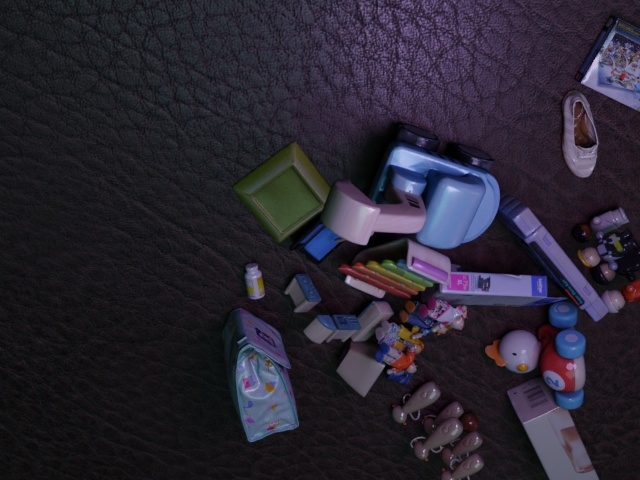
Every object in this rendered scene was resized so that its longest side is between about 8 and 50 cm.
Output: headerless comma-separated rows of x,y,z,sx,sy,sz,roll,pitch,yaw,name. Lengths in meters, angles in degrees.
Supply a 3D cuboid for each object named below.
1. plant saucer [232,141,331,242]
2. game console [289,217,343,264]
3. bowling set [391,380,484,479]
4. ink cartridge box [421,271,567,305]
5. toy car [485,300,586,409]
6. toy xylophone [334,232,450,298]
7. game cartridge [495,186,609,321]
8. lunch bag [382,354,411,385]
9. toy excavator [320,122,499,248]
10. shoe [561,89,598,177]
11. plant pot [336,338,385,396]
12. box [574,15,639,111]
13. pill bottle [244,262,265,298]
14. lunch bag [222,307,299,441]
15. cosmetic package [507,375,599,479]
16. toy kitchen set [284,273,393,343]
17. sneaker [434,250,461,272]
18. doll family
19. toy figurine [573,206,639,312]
-0.079,-0.103,1.839,0.188,0.045,0.188,-35,112,10,plant saucer
0.000,0.000,1.881,0.122,0.107,0.071,-44,83,12,game console
0.341,0.533,2.099,0.154,0.287,0.200,-41,145,19,bowling set
0.419,0.122,1.919,0.311,0.186,0.065,5,78,-7,ink cartridge box
0.546,0.300,2.012,0.238,0.210,0.219,-5,125,10,toy car
0.154,0.056,1.827,0.236,0.322,0.081,21,72,-12,toy xylophone
0.526,0.028,1.858,0.068,0.230,0.355,-40,111,10,game cartridge
0.206,0.329,2.031,0.065,0.098,0.067,23,104,-18,lunch bag
0.202,-0.085,1.657,0.432,0.445,0.222,16,111,-13,toy excavator
0.610,-0.243,1.842,0.076,0.058,0.219,-17,114,2,shoe
0.100,0.316,2.015,0.096,0.109,0.109,29,108,-5,plant pot
0.725,-0.392,1.797,0.233,0.044,0.159,21,110,-15,box
-0.163,0.099,1.920,0.043,0.043,0.083,-8,114,-2,pill bottle
-0.155,0.314,1.918,0.160,0.223,0.262,-16,113,-5,lunch bag
0.636,0.533,2.139,0.129,0.153,0.296,-26,115,7,cosmetic package
0.045,0.152,1.945,0.207,0.166,0.122,5,137,-46,toy kitchen set
0.289,0.056,1.947,0.135,0.052,0.058,5,104,-12,sneaker
0.245,0.219,1.943,0.163,0.118,0.263,29,113,-38,doll family
0.710,0.046,1.903,0.148,0.213,0.209,-29,111,25,toy figurine
